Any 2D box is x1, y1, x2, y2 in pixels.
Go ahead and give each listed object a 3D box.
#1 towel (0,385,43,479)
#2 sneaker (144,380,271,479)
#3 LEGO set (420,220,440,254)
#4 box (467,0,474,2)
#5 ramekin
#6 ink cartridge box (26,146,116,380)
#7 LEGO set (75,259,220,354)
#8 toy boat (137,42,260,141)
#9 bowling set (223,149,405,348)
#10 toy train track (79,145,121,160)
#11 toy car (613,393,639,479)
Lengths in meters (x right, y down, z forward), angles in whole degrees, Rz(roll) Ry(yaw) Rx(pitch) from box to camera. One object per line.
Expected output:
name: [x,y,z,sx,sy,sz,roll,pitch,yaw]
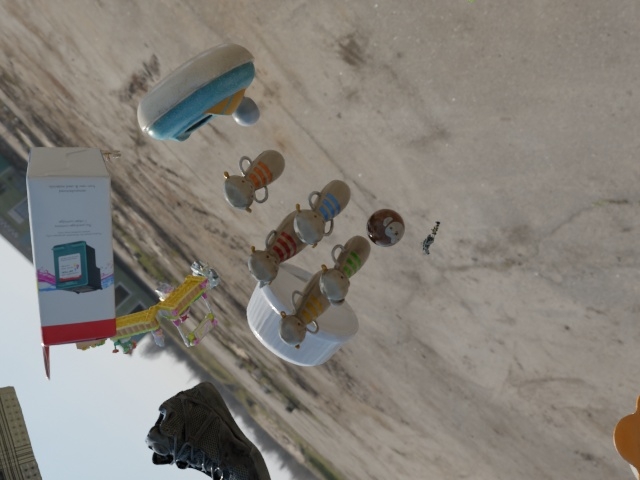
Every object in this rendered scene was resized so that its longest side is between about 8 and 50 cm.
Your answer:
towel: [-0.756,0.479,1.192,0.324,0.056,0.312,64,-160,16]
sneaker: [-0.165,0.308,0.790,0.227,0.130,0.087,45,128,31]
LEGO set: [0.202,-0.004,1.047,0.024,0.054,0.083,19,125,11]
box: [0.130,-0.298,0.403,0.087,0.232,0.058,27,168,-13]
ramekin: [-0.051,0.181,1.336,0.273,0.127,0.273,31,-162,-11]
ink cartridge box: [-0.277,0.022,0.627,0.134,0.078,0.230,-138,49,-57]
LEGO set: [-0.299,0.157,1.050,0.132,0.287,0.107,23,140,51]
toy boat: [-0.220,-0.299,1.183,0.148,0.268,0.318,57,-160,-8]
bowling set: [0.000,0.000,0.773,0.200,0.154,0.287,-12,115,36]
toy train track: [-0.377,-0.148,0.955,0.083,0.048,0.014,14,109,21]
toy car: [0.410,0.207,0.593,0.238,0.210,0.219,18,160,-18]
